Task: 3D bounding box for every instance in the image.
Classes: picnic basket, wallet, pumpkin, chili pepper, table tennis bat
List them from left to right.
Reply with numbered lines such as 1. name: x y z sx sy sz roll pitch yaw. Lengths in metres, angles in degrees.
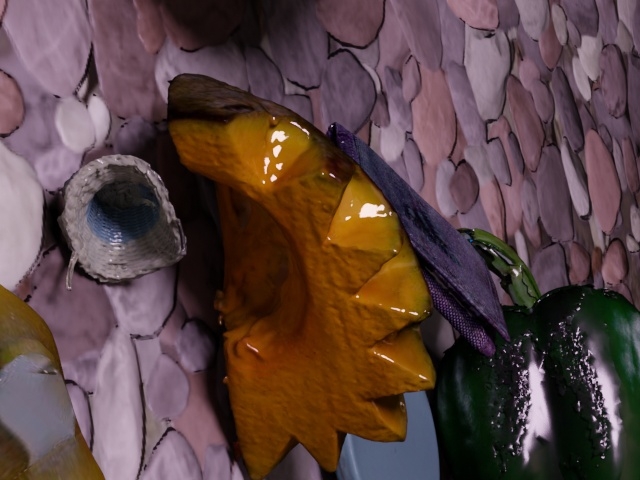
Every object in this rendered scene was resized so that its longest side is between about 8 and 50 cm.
1. picnic basket: -0.105 -0.006 0.901 0.083 0.065 0.083 -107 -179 -49
2. pumpkin: 0.000 0.000 0.977 0.149 0.130 0.254 -81 163 -56
3. table tennis bat: 0.029 0.102 1.117 0.244 0.040 0.153 63 29 -32
4. wallet: 0.063 -0.001 1.162 0.166 0.030 0.111 43 18 -24
5. chili pepper: 0.169 0.100 1.239 0.174 0.165 0.261 18 55 -45

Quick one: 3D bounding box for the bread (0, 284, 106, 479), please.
1. bread: -0.155 0.118 0.748 0.160 0.088 0.233 -9 85 -55
